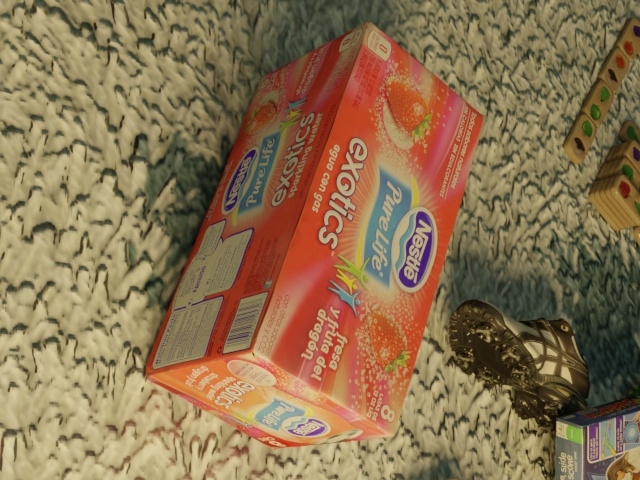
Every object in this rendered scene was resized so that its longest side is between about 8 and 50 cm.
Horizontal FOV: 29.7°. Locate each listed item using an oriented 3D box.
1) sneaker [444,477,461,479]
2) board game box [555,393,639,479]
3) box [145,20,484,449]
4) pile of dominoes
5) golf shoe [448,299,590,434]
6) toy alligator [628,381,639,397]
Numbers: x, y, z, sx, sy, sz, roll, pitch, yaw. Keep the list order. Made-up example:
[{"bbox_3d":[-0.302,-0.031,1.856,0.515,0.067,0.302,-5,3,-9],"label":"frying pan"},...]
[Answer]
[{"bbox_3d":[0.147,0.293,1.061,0.083,0.071,0.190,-37,103,-45],"label":"sneaker"},{"bbox_3d":[0.283,0.256,1.155,0.136,0.035,0.201,-8,102,-35],"label":"board game box"},{"bbox_3d":[0.000,0.000,0.959,0.142,0.154,0.300,35,58,-28],"label":"box"},{"bbox_3d":[0.379,-0.113,1.369,0.196,0.040,0.251,46,55,-21],"label":"pile of dominoes"},{"bbox_3d":[0.191,0.100,1.145,0.198,0.077,0.094,46,51,-34],"label":"golf shoe"},{"bbox_3d":[0.344,0.173,1.264,0.051,0.056,0.189,28,53,15],"label":"toy alligator"}]
